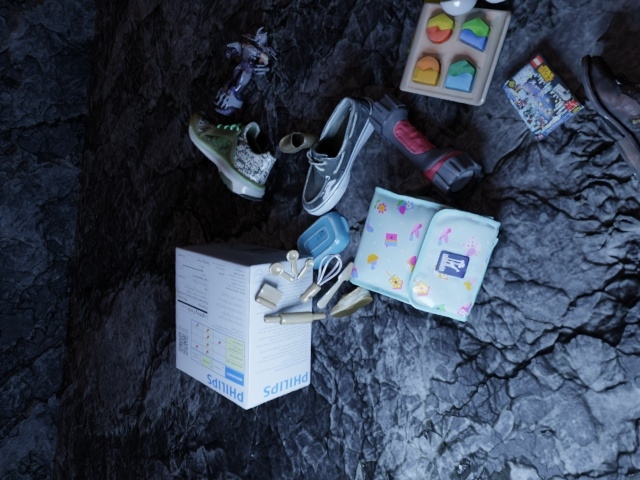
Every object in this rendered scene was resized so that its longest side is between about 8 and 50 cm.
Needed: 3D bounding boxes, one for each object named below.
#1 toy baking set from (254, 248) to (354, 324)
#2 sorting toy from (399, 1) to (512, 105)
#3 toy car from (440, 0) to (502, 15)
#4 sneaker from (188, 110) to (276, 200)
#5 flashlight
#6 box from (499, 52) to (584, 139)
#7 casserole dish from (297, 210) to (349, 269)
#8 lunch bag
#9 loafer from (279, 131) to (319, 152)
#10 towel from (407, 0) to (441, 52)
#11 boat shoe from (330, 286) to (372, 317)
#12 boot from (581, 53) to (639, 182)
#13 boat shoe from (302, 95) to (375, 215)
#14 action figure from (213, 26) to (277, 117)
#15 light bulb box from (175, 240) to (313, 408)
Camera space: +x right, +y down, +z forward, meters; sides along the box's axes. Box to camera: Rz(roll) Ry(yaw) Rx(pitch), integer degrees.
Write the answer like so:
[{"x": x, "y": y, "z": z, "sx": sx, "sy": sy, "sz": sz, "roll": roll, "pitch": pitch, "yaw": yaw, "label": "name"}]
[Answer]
[{"x": -0.030, "y": 0.118, "z": 1.246, "sx": 0.030, "sy": 0.256, "sz": 0.197, "roll": 46, "pitch": 126, "yaw": 56, "label": "toy baking set"}, {"x": 0.278, "y": -0.402, "z": 1.095, "sx": 0.208, "sy": 0.038, "sz": 0.193, "roll": 22, "pitch": 103, "yaw": 32, "label": "sorting toy"}, {"x": 0.303, "y": -0.556, "z": 1.031, "sx": 0.182, "sy": 0.159, "sz": 0.136, "roll": -15, "pitch": 30, "yaw": 10, "label": "toy car"}, {"x": -0.256, "y": -0.301, "z": 1.588, "sx": 0.182, "sy": 0.158, "sz": 0.410, "roll": -49, "pitch": 60, "yaw": 15, "label": "sneaker"}, {"x": 0.221, "y": -0.214, "z": 1.121, "sx": 0.103, "sy": 0.103, "sz": 0.304, "roll": -39, "pitch": 57, "yaw": 6, "label": "flashlight"}, {"x": 0.418, "y": -0.274, "z": 0.977, "sx": 0.094, "sy": 0.027, "sz": 0.137, "roll": -42, "pitch": 60, "yaw": 33, "label": "box"}, {"x": 0.000, "y": 0.000, "z": 1.368, "sx": 0.188, "sy": 0.037, "sz": 0.114, "roll": -39, "pitch": 62, "yaw": 35, "label": "casserole dish"}, {"x": 0.219, "y": 0.025, "z": 1.069, "sx": 0.262, "sy": 0.160, "sz": 0.223, "roll": 21, "pitch": 99, "yaw": 32, "label": "lunch bag"}, {"x": -0.069, "y": -0.281, "z": 1.442, "sx": 0.148, "sy": 0.050, "sz": 0.056, "roll": -5, "pitch": 84, "yaw": 44, "label": "loafer"}, {"x": 0.269, "y": -0.532, "z": 1.145, "sx": 0.102, "sy": 0.021, "sz": 0.237, "roll": 27, "pitch": 106, "yaw": 41, "label": "towel"}, {"x": 0.075, "y": 0.153, "z": 1.281, "sx": 0.135, "sy": 0.050, "sz": 0.045, "roll": -34, "pitch": 53, "yaw": 35, "label": "boat shoe"}, {"x": 0.565, "y": -0.236, "z": 0.803, "sx": 0.229, "sy": 0.091, "sz": 0.263, "roll": -31, "pitch": 70, "yaw": 33, "label": "boot"}, {"x": 0.020, "y": -0.218, "z": 1.302, "sx": 0.121, "sy": 0.119, "sz": 0.335, "roll": 43, "pitch": 116, "yaw": 37, "label": "boat shoe"}, {"x": -0.239, "y": -0.529, "z": 1.596, "sx": 0.285, "sy": 0.099, "sz": 0.185, "roll": -58, "pitch": 44, "yaw": 20, "label": "action figure"}, {"x": -0.218, "y": 0.206, "z": 1.415, "sx": 0.358, "sy": 0.225, "sz": 0.361, "roll": 11, "pitch": 102, "yaw": 44, "label": "light bulb box"}]
